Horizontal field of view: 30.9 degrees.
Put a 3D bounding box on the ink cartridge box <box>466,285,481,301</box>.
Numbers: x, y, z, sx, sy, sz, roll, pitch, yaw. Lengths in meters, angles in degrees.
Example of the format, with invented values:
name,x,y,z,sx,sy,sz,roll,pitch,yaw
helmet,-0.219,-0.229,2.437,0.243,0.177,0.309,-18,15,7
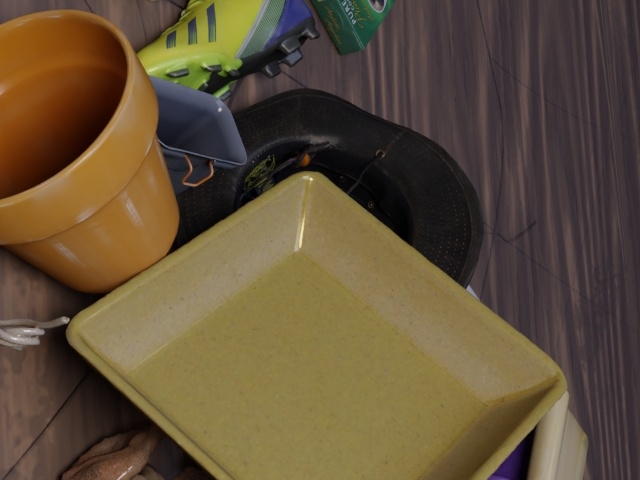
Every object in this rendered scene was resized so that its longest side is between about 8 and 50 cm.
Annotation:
name,x,y,z,sx,sy,sz,roll,pitch,yaw
ink cartridge box,0.166,0.218,1.498,0.307,0.129,0.223,51,46,-36

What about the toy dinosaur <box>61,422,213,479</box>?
name,x,y,z,sx,sy,sz,roll,pitch,yaw
toy dinosaur,-0.182,0.257,1.012,0.295,0.200,0.127,-112,-179,-48

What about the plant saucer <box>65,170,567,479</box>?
name,x,y,z,sx,sy,sz,roll,pitch,yaw
plant saucer,0.001,0.123,1.018,0.333,0.333,0.081,-36,158,-41

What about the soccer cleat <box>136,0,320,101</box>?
name,x,y,z,sx,sy,sz,roll,pitch,yaw
soccer cleat,-0.119,-0.216,1.236,0.121,0.093,0.289,51,42,7

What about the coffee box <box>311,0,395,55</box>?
name,x,y,z,sx,sy,sz,roll,pitch,yaw
coffee box,0.050,-0.338,1.507,0.113,0.040,0.184,58,42,-30

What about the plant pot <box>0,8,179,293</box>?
name,x,y,z,sx,sy,sz,roll,pitch,yaw
plant pot,-0.213,-0.057,0.981,0.188,0.205,0.205,62,38,-51

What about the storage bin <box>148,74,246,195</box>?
name,x,y,z,sx,sy,sz,roll,pitch,yaw
storage bin,-0.152,-0.088,1.128,0.135,0.091,0.098,9,54,-53

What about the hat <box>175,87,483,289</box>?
name,x,y,z,sx,sy,sz,roll,pitch,yaw
hat,0.000,0.000,1.253,0.134,0.332,0.331,102,8,-57

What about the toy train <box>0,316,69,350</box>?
name,x,y,z,sx,sy,sz,roll,pitch,yaw
toy train,-0.293,0.101,0.785,0.105,0.248,0.143,56,48,-32

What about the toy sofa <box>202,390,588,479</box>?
name,x,y,z,sx,sy,sz,roll,pitch,yaw
toy sofa,0.072,0.218,1.171,0.177,0.363,0.150,52,46,-43
